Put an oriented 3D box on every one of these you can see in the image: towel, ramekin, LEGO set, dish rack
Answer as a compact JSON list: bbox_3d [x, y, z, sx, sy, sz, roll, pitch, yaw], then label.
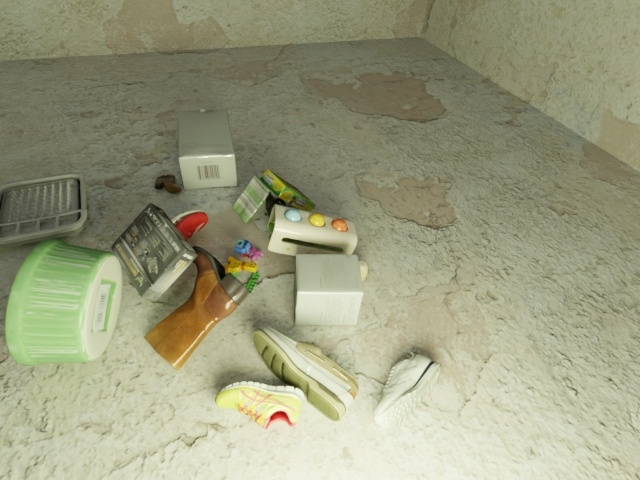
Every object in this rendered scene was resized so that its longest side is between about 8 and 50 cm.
[{"bbox_3d":[-0.253,-0.151,1.494,0.023,0.152,0.113,25,17,-51],"label":"towel"},{"bbox_3d":[-0.604,0.155,1.012,0.148,0.303,0.303,7,42,-9],"label":"ramekin"},{"bbox_3d":[-0.234,0.076,1.281,0.093,0.087,0.227,12,44,7],"label":"LEGO set"},{"bbox_3d":[-0.947,-0.102,1.406,0.285,0.072,0.333,-15,47,-19],"label":"dish rack"}]

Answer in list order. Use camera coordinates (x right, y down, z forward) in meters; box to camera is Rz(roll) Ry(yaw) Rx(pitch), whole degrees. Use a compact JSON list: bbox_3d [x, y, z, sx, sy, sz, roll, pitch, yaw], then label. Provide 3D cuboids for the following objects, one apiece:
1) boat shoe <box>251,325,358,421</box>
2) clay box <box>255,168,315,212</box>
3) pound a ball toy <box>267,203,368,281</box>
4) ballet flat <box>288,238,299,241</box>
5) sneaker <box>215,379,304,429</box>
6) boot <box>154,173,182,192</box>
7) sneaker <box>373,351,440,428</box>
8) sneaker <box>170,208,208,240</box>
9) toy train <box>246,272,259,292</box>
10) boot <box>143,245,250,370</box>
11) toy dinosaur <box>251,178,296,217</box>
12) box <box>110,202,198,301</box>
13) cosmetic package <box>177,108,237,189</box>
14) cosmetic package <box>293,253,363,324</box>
[{"bbox_3d":[-0.041,0.313,1.040,0.302,0.113,0.103,38,50,16],"label":"boat shoe"},{"bbox_3d":[-0.125,-0.179,1.489,0.053,0.222,0.127,-50,56,7],"label":"clay box"},{"bbox_3d":[0.000,0.000,1.307,0.319,0.136,0.208,11,38,-16],"label":"pound a ball toy"},{"bbox_3d":[-0.096,-0.016,1.430,0.057,0.049,0.173,19,36,-7],"label":"ballet flat"},{"bbox_3d":[-0.143,0.389,0.961,0.208,0.081,0.094,4,45,-3],"label":"sneaker"},{"bbox_3d":[-0.583,-0.226,1.599,0.118,0.042,0.087,7,41,1],"label":"boot"},{"bbox_3d":[0.202,0.369,1.030,0.235,0.090,0.094,-28,40,-35],"label":"sneaker"},{"bbox_3d":[-0.463,0.010,1.330,0.118,0.107,0.279,36,61,21],"label":"sneaker"},{"bbox_3d":[-0.212,0.131,1.276,0.023,0.017,0.083,6,42,15],"label":"toy train"},{"bbox_3d":[-0.366,0.174,1.142,0.264,0.096,0.280,38,78,26],"label":"boot"},{"bbox_3d":[-0.160,-0.127,1.504,0.118,0.064,0.268,3,50,-38],"label":"toy dinosaur"},{"bbox_3d":[-0.481,0.031,1.182,0.183,0.056,0.231,-48,60,2],"label":"box"},{"bbox_3d":[-0.471,-0.387,1.703,0.217,0.156,0.385,-5,43,-12],"label":"cosmetic package"},{"bbox_3d":[0.017,0.142,1.190,0.183,0.151,0.151,2,43,-6],"label":"cosmetic package"}]
